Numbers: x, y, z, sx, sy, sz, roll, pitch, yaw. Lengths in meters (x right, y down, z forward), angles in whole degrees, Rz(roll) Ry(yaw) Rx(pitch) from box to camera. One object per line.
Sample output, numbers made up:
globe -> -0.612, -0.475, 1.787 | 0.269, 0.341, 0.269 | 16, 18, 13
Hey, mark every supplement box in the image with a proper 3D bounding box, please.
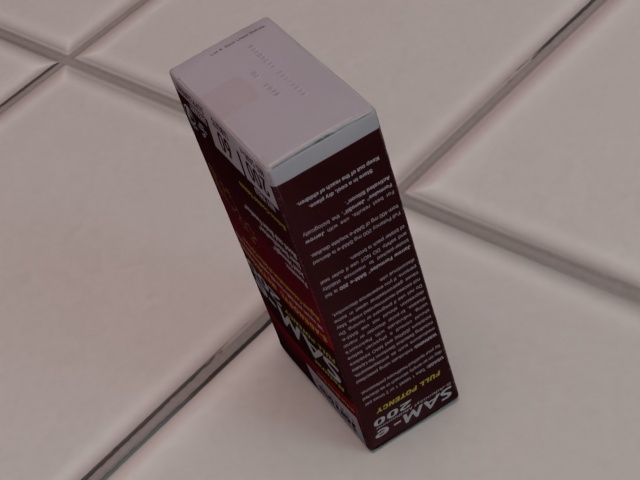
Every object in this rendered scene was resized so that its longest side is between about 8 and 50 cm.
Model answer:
supplement box -> 0.000, 0.000, 0.890 | 0.073, 0.239, 0.130 | -31, 42, -12
